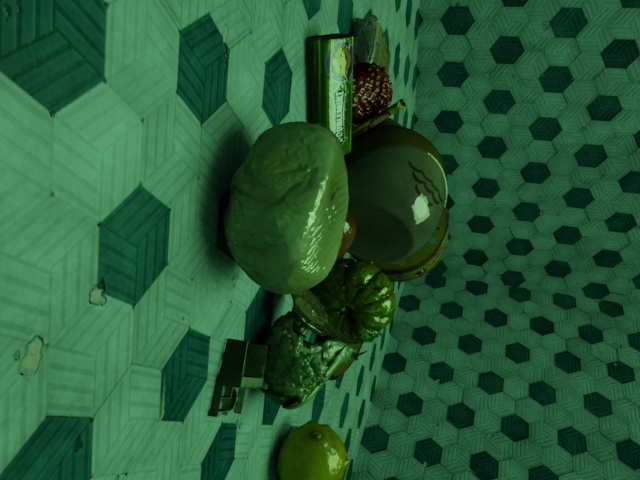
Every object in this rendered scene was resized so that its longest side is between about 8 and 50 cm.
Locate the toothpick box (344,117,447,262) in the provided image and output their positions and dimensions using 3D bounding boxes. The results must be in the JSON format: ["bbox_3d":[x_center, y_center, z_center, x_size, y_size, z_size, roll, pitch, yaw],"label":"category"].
[{"bbox_3d":[0.218,-0.171,1.757,0.408,0.409,0.425,79,28,-49],"label":"toothpick box"}]

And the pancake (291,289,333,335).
[{"bbox_3d":[-0.044,0.164,1.415,0.212,0.029,0.235,33,20,-50],"label":"pancake"}]

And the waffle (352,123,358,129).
[{"bbox_3d":[0.141,-0.400,1.974,0.309,0.065,0.283,17,82,-75],"label":"waffle"}]

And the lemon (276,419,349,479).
[{"bbox_3d":[-0.026,0.714,1.666,0.233,0.234,0.288,-58,153,-55],"label":"lemon"}]

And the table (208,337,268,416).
[{"bbox_3d":[-0.187,0.325,1.223,0.146,0.063,0.175,48,49,-69],"label":"table"}]

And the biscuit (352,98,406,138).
[{"bbox_3d":[0.142,-0.366,1.667,0.048,0.292,0.026,28,38,-57],"label":"biscuit"}]

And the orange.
[{"bbox_3d":[0.116,0.208,1.767,0.223,0.300,0.301,-28,122,-64],"label":"orange"}]

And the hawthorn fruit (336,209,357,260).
[{"bbox_3d":[0.000,0.000,1.506,0.251,0.200,0.199,-70,166,11],"label":"hawthorn fruit"}]

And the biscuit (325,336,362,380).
[{"bbox_3d":[0.083,0.403,1.990,0.287,0.057,0.343,-16,130,-49],"label":"biscuit"}]

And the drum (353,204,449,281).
[{"bbox_3d":[0.293,-0.055,2.049,0.214,0.432,0.430,47,53,-69],"label":"drum"}]

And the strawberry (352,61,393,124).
[{"bbox_3d":[0.110,-0.464,1.663,0.244,0.205,0.205,-21,120,-49],"label":"strawberry"}]

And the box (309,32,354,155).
[{"bbox_3d":[0.034,-0.407,1.504,0.134,0.097,0.345,-24,127,-39],"label":"box"}]

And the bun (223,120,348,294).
[{"bbox_3d":[-0.076,-0.072,1.104,0.349,0.228,0.352,-58,154,-55],"label":"bun"}]

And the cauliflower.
[{"bbox_3d":[-0.028,0.326,1.410,0.316,0.239,0.256,-13,122,-25],"label":"cauliflower"}]

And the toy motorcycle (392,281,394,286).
[{"bbox_3d":[0.281,0.230,2.568,0.232,0.172,0.416,69,24,-48],"label":"toy motorcycle"}]

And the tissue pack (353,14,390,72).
[{"bbox_3d":[0.182,-0.650,1.888,0.257,0.123,0.214,30,67,-74],"label":"tissue pack"}]
